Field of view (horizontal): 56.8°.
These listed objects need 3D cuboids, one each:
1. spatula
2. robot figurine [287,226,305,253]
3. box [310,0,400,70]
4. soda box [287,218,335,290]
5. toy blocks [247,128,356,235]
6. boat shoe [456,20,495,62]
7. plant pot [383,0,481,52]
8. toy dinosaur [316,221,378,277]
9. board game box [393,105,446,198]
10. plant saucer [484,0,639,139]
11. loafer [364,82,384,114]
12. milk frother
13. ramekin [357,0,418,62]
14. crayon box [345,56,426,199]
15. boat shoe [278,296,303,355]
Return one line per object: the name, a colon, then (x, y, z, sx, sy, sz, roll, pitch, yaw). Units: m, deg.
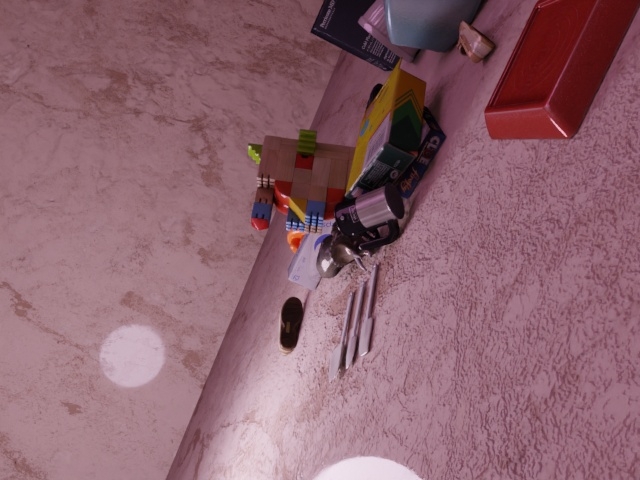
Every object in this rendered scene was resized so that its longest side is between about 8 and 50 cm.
spatula: (0.074, 0.176, 1.293, 0.168, 0.019, 0.242, 125, 164, -45)
robot figurine: (-0.035, -0.047, 1.947, 0.158, 0.128, 0.219, 111, 174, -51)
box: (0.178, -0.804, 2.014, 0.343, 0.312, 0.179, -63, 12, 12)
soda box: (0.000, 0.000, 1.781, 0.286, 0.091, 0.098, -63, 11, 12)
toy blocks: (-0.029, -0.137, 1.611, 0.191, 0.381, 0.261, 97, 180, -62)
boat shoe: (0.319, -0.423, 1.264, 0.059, 0.063, 0.170, -54, 17, 25)
plant pot: (0.268, -0.617, 1.471, 0.247, 0.247, 0.252, -84, 3, -56)
toy dinosaur: (0.038, 0.028, 1.498, 0.160, 0.121, 0.313, -58, 10, -33)
board game box: (0.212, -0.218, 1.388, 0.165, 0.042, 0.243, -61, 13, 24)
plant saucer: (0.350, -0.280, 0.893, 0.259, 0.047, 0.259, -65, 13, 5)
loafer: (0.170, -0.402, 1.845, 0.078, 0.076, 0.223, -39, 32, 48)
milk frother: (0.128, -0.055, 1.327, 0.134, 0.129, 0.143, -19, 10, 31)
ramekin: (0.225, -0.642, 1.784, 0.109, 0.207, 0.207, -51, 17, 22)
crayon box: (0.158, -0.257, 1.394, 0.202, 0.081, 0.319, -52, 19, 50)
boat shoe: (-0.100, 0.261, 1.794, 0.072, 0.068, 0.190, 110, 175, -50)
